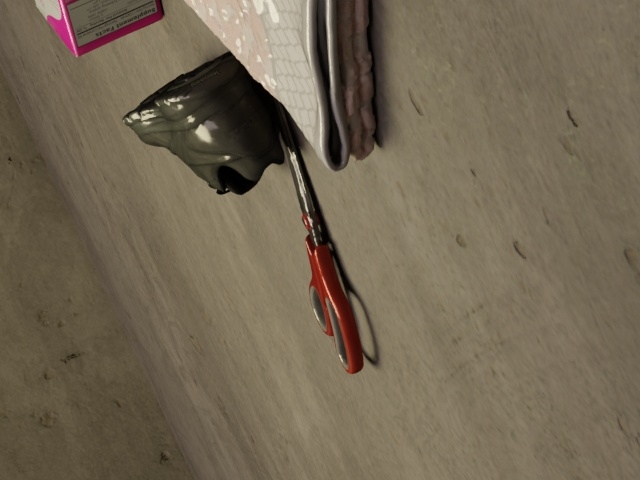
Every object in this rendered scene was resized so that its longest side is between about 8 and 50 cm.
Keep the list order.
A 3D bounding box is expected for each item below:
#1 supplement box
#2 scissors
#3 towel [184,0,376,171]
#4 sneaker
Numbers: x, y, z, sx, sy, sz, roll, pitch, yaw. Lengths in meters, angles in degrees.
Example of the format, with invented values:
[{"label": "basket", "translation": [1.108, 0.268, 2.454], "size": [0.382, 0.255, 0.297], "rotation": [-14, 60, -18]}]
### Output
[{"label": "supplement box", "translation": [-0.252, -0.320, 1.452], "size": [0.111, 0.114, 0.220], "rotation": [50, 158, 36]}, {"label": "scissors", "translation": [0.000, 0.000, 1.339], "size": [0.109, 0.021, 0.297], "rotation": [-123, 18, -50]}, {"label": "towel", "translation": [-0.063, -0.256, 1.083], "size": [0.317, 0.053, 0.332], "rotation": [51, 159, 36]}, {"label": "sneaker", "translation": [-0.114, -0.104, 1.389], "size": [0.130, 0.109, 0.286], "rotation": [56, 170, -12]}]
